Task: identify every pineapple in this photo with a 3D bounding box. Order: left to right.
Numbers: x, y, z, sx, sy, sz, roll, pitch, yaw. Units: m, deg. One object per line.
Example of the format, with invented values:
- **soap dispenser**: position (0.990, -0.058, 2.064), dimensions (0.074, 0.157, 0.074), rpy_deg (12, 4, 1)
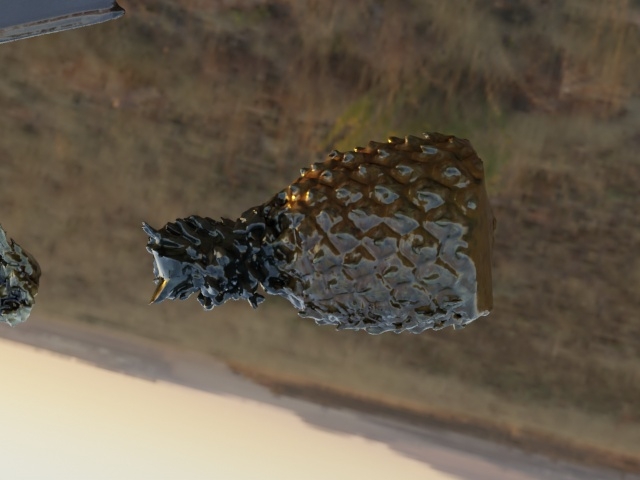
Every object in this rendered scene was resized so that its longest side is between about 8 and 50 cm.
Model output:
- **pineapple**: position (0.000, 0.000, 1.347), dimensions (0.362, 0.202, 0.202), rpy_deg (-4, 171, 5)

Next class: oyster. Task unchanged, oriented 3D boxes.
- **oyster**: position (-0.414, -0.021, 1.552), dimensions (0.223, 0.083, 0.214), rpy_deg (30, 152, 56)

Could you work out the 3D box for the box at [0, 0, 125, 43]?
- **box**: position (-0.253, -0.218, 0.799), dimensions (0.252, 0.188, 0.153), rpy_deg (-15, 149, -29)
